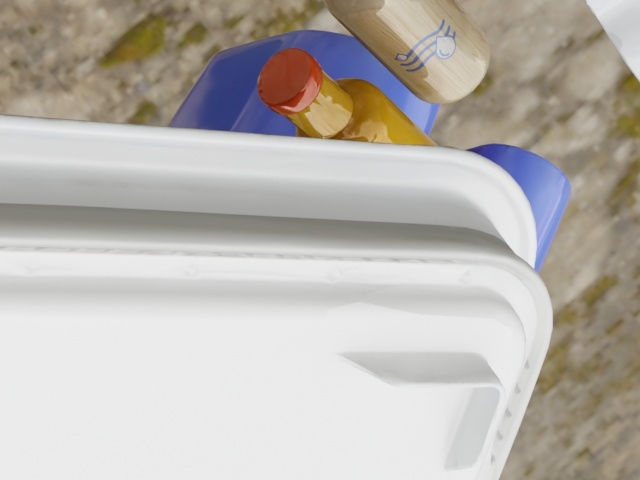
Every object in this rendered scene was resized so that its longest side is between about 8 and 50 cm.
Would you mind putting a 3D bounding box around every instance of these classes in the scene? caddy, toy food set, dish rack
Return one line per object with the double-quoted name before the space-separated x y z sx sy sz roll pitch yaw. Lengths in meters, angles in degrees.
"caddy" 0.000 0.000 0.981 0.241 0.341 0.179 32 76 -23
"toy food set" 0.084 -0.111 0.558 0.232 0.111 0.104 -31 144 18
"dish rack" -0.089 0.103 0.443 0.333 0.072 0.285 2 119 -28
